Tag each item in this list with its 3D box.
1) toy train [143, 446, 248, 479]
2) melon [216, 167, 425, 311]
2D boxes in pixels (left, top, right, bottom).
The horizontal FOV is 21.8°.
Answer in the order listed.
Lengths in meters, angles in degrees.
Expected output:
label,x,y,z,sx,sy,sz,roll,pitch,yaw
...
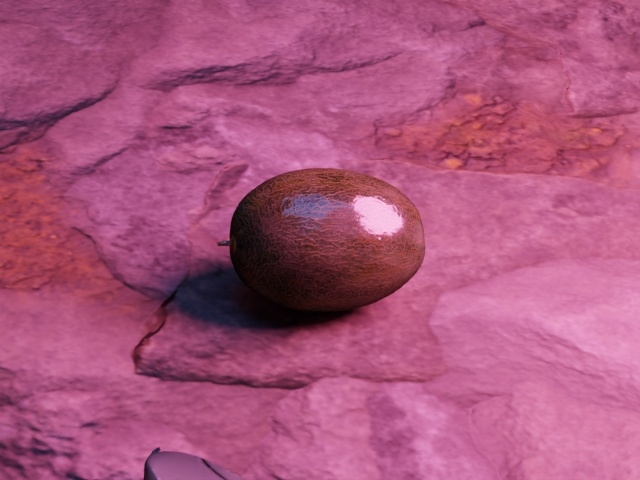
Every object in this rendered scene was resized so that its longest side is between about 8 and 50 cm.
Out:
label,x,y,z,sx,sy,sz,roll,pitch,yaw
toy train,0.032,0.246,0.977,0.407,0.086,0.088,26,43,26
melon,0.000,0.000,1.309,0.167,0.114,0.114,-3,35,-13
